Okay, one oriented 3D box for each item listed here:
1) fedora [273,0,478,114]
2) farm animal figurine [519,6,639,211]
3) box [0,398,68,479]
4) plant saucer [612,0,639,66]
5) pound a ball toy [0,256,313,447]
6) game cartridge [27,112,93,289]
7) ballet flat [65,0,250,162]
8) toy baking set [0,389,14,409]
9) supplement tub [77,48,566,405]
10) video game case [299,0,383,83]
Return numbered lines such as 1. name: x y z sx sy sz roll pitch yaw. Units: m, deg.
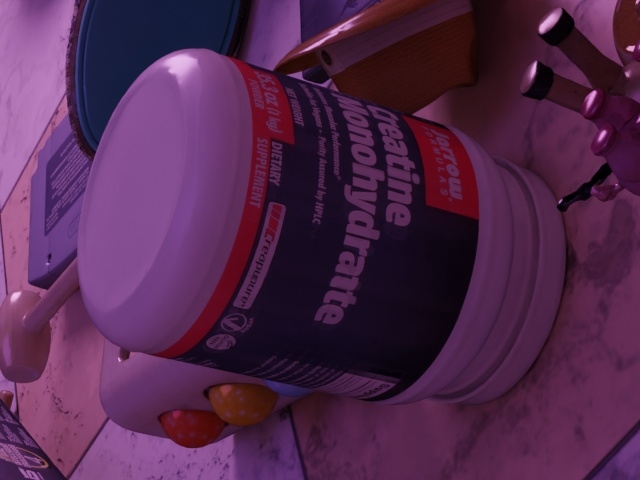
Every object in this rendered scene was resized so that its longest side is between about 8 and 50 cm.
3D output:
1. fedora: 0.061 -0.131 1.175 0.194 0.194 0.079 -20 96 57
2. farm animal figurine: 0.272 -0.135 0.764 0.327 0.172 0.330 -64 20 -4
3. box: -0.351 0.329 1.564 0.395 0.097 0.318 29 99 62
4. plant saucer: 0.206 -0.143 1.023 0.083 0.015 0.083 -36 47 50
5. pound a ball toy: -0.105 0.078 1.280 0.319 0.208 0.136 -33 49 51
6. game cartridge: -0.230 -0.074 1.742 0.297 0.062 0.198 -42 47 46
7. ballet flat: -0.141 -0.301 1.592 0.182 0.164 0.483 -148 67 -82
8. toy baking set: -0.420 0.260 1.808 0.030 0.197 0.256 16 95 29
9. supplement tub: 0.000 0.000 1.056 0.191 0.272 0.191 -34 49 51
10. video game case: 0.040 -0.290 1.349 0.196 0.026 0.274 -33 51 51
